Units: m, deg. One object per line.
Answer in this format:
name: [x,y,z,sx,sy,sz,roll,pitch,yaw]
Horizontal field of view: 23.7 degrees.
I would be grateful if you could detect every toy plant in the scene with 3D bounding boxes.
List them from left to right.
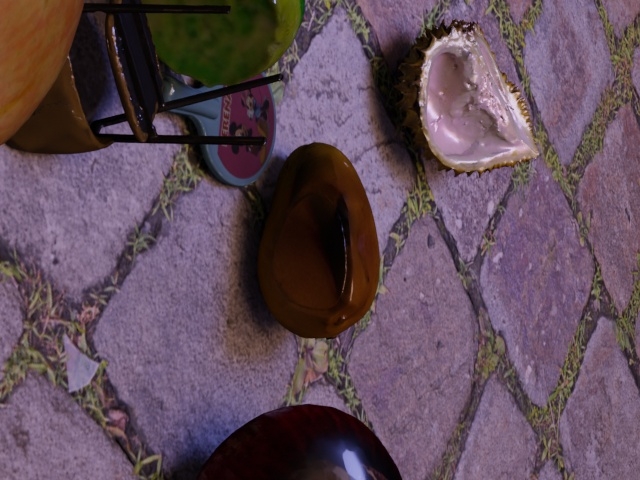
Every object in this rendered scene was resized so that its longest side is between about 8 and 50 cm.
toy plant: [-0.091,-0.326,1.676,0.224,0.184,0.316,47,35,-22]

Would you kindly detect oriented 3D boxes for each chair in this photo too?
chair: [-0.179,-0.173,1.493,0.172,0.247,0.158,-78,159,-53]

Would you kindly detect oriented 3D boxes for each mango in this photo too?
mango: [0.000,0.000,1.812,0.166,0.136,0.236,21,67,-69]

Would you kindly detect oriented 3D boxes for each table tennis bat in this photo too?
table tennis bat: [-0.118,-0.145,1.724,0.244,0.040,0.152,16,77,-60]

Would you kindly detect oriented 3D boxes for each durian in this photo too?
durian: [0.178,-0.192,2.082,0.183,0.138,0.249,-40,126,-8]

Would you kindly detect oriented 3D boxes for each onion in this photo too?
onion: [-0.036,0.302,1.719,0.273,0.285,0.273,-9,116,-20]

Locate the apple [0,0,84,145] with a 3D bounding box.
apple: [-0.343,-0.216,1.066,0.391,0.391,0.346,49,13,-44]
